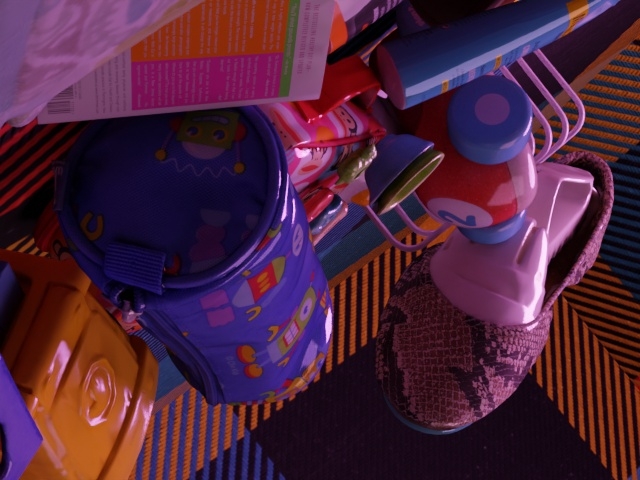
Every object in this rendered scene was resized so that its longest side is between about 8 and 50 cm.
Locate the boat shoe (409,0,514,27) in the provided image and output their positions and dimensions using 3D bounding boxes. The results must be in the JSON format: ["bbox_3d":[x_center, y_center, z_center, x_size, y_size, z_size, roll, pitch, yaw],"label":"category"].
[{"bbox_3d":[0.179,-0.266,1.090,0.104,0.111,0.307,-34,-176,-36],"label":"boat shoe"}]

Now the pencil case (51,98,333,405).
[{"bbox_3d":[-0.064,0.017,0.872,0.133,0.119,0.306,-63,166,-14],"label":"pencil case"}]

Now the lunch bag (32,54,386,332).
[{"bbox_3d":[-0.063,-0.053,1.133,0.258,0.120,0.293,-41,173,16],"label":"lunch bag"}]

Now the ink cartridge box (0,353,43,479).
[{"bbox_3d":[-0.308,0.193,0.682,0.395,0.151,0.270,-25,147,-11],"label":"ink cartridge box"}]

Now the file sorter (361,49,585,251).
[{"bbox_3d":[0.151,-0.125,1.614,0.193,0.173,0.277,-41,174,29],"label":"file sorter"}]

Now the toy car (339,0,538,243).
[{"bbox_3d":[0.056,-0.082,1.324,0.238,0.210,0.219,-23,157,-3],"label":"toy car"}]

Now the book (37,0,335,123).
[{"bbox_3d":[-0.068,-0.101,0.706,0.144,0.035,0.096,-6,140,-12],"label":"book"}]

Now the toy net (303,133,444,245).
[{"bbox_3d":[0.000,0.000,1.174,0.232,0.045,0.122,-47,174,31],"label":"toy net"}]

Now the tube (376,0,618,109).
[{"bbox_3d":[0.146,-0.160,1.115,0.207,0.052,0.080,-22,180,-9],"label":"tube"}]

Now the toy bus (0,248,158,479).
[{"bbox_3d":[-0.231,0.066,0.861,0.211,0.220,0.149,74,29,-55],"label":"toy bus"}]

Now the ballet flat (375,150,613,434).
[{"bbox_3d":[0.198,0.014,1.516,0.483,0.164,0.182,-40,157,-55],"label":"ballet flat"}]

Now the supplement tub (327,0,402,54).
[{"bbox_3d":[0.009,-0.166,0.781,0.198,0.106,0.106,-38,174,-7],"label":"supplement tub"}]

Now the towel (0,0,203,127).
[{"bbox_3d":[-0.014,-0.203,0.504,0.320,0.090,0.374,-39,175,-29],"label":"towel"}]
